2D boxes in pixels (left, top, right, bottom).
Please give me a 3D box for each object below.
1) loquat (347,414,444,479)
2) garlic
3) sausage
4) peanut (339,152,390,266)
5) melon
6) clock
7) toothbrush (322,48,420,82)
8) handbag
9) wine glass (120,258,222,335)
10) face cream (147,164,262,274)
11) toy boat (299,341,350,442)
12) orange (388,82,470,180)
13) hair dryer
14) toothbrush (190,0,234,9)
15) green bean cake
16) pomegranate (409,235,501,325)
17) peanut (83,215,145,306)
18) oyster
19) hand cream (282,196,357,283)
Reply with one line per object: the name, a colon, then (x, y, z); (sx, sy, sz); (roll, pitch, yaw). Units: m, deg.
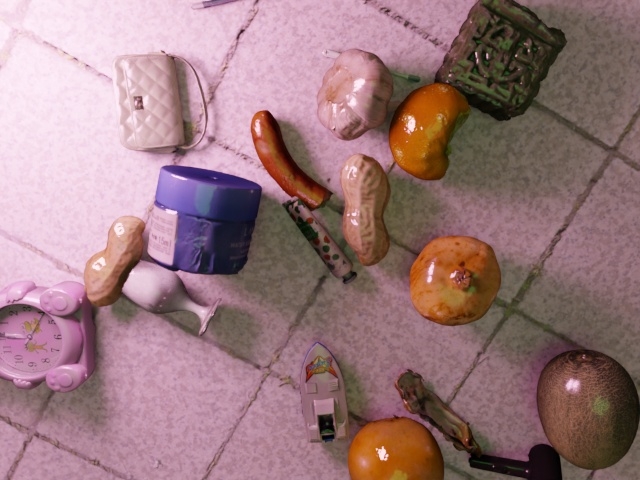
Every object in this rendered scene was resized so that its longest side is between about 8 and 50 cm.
loquat: (0.201, 0.603, 1.324); (0.264, 0.263, 0.262); (0, 99, -1)
garlic: (0.113, -0.346, 1.230); (0.212, 0.219, 0.218); (8, 101, -41)
sausage: (-0.088, -0.196, 1.282); (0.103, 0.076, 0.302); (-39, 99, -3)
peanut: (0.121, -0.078, 1.285); (0.136, 0.120, 0.298); (-9, 104, -20)
melon: (0.706, 0.447, 1.315); (0.249, 0.248, 0.328); (-7, 108, 0)
clock: (-0.780, 0.253, 1.324); (0.323, 0.113, 0.295); (1, 99, 0)
toothbrush: (0.131, -0.449, 1.272); (0.263, 0.026, 0.022); (16, 98, 0)
handbag: (-0.402, -0.349, 1.253); (0.220, 0.079, 0.255); (-5, 101, -4)
wine glass: (-0.392, 0.149, 1.309); (0.241, 0.126, 0.126); (30, 97, -7)
face cream: (-0.285, -0.051, 1.218); (0.249, 0.249, 0.224); (13, 104, -3)
toy boat: (0.006, 0.423, 1.376); (0.130, 0.088, 0.294); (-6, 100, 0)
orange: (0.254, -0.262, 1.205); (0.159, 0.179, 0.237); (-1, 127, -25)
hair dryer: (0.549, 0.653, 1.400); (0.252, 0.197, 0.089); (4, 104, 20)
toothbrush: (-0.183, -0.615, 1.240); (0.289, 0.024, 0.026); (-13, 113, 0)
green bean cake: (0.443, -0.453, 1.227); (0.241, 0.132, 0.254); (29, 98, -2)
pomegranate: (0.341, 0.101, 1.260); (0.249, 0.248, 0.247); (0, 99, -1)
peanut: (-0.540, 0.055, 1.301); (0.117, 0.101, 0.263); (28, 98, -31)
oyster: (0.326, 0.498, 1.379); (0.345, 0.128, 0.079); (44, 114, -11)
hand cream: (0.000, 0.000, 1.316); (0.059, 0.095, 0.276); (-44, 102, -29)
